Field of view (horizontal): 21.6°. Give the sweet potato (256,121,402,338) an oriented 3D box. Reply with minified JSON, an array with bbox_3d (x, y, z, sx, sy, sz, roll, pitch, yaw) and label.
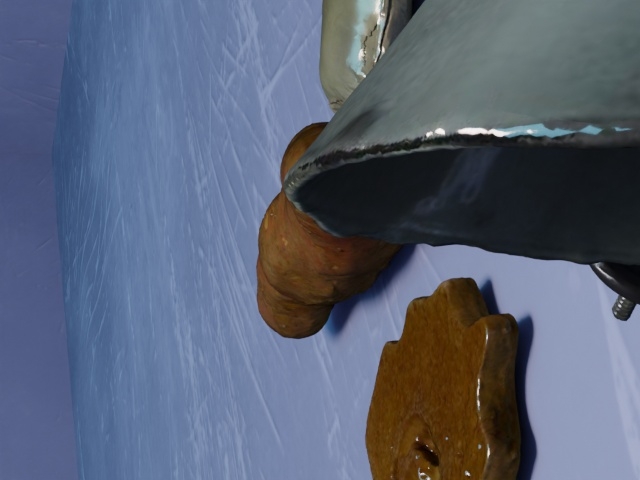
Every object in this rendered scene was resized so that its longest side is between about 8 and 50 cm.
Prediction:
[{"bbox_3d":[0.010,-0.011,1.158,0.106,0.095,0.354,-47,-8,-16],"label":"sweet potato"}]

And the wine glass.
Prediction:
[{"bbox_3d":[0.138,-0.196,0.446,0.267,0.267,0.406,168,108,-74],"label":"wine glass"}]

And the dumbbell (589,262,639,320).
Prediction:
[{"bbox_3d":[0.148,-0.016,0.691,0.147,0.069,0.069,106,159,-46],"label":"dumbbell"}]

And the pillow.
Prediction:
[{"bbox_3d":[0.034,-0.183,1.151,0.119,0.053,0.208,-159,74,-71],"label":"pillow"}]

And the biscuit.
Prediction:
[{"bbox_3d":[0.079,0.113,1.000,0.215,0.034,0.182,112,153,-48],"label":"biscuit"}]
